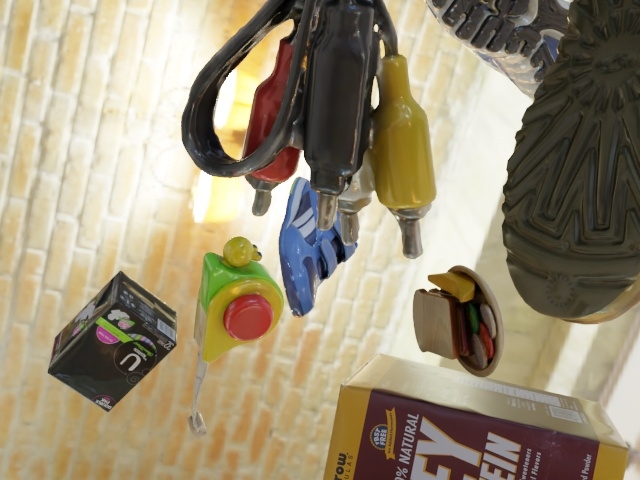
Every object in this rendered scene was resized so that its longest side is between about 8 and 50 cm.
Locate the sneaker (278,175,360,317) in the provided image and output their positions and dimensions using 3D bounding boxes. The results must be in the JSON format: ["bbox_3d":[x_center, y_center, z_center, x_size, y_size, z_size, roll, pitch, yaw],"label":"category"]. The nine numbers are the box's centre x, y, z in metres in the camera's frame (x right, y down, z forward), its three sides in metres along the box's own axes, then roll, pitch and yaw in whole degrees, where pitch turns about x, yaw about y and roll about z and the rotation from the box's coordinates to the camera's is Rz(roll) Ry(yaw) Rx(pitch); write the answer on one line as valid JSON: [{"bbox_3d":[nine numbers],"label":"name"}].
[{"bbox_3d":[0.000,0.000,0.782,0.053,0.059,0.144,81,13,-46],"label":"sneaker"}]

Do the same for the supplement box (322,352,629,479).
[{"bbox_3d":[0.111,0.177,0.734,0.191,0.194,0.129,1,101,-79],"label":"supplement box"}]

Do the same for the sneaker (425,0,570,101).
[{"bbox_3d":[0.154,-0.239,0.941,0.130,0.330,0.147,-51,-134,3],"label":"sneaker"}]

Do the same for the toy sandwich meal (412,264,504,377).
[{"bbox_3d":[0.091,0.055,0.655,0.085,0.029,0.086,168,-90,-70],"label":"toy sandwich meal"}]

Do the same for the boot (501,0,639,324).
[{"bbox_3d":[0.226,-0.049,0.500,0.089,0.269,0.236,17,-91,50],"label":"boot"}]

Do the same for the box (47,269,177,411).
[{"bbox_3d":[-0.161,0.079,0.760,0.083,0.062,0.052,-43,-156,14],"label":"box"}]

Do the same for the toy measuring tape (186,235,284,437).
[{"bbox_3d":[-0.118,0.139,1.375,0.121,0.121,0.330,-106,-157,-59],"label":"toy measuring tape"}]

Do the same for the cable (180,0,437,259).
[{"bbox_3d":[0.008,-0.127,0.497,0.072,0.139,0.287,-49,151,-66],"label":"cable"}]
